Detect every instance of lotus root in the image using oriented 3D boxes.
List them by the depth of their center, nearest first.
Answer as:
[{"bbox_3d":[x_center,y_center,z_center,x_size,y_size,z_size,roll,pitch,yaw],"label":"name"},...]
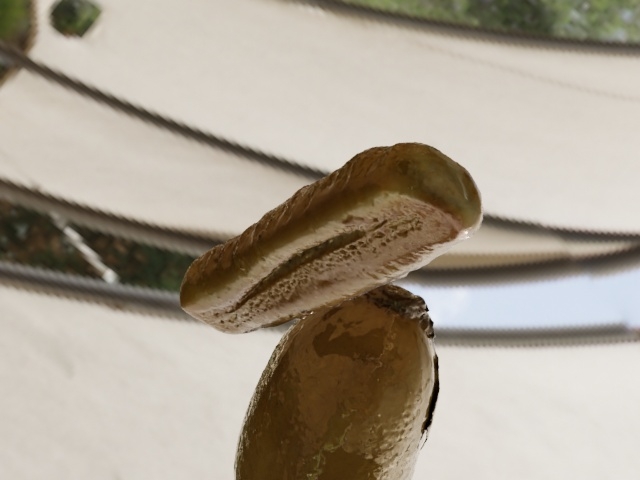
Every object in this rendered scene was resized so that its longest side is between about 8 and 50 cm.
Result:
[{"bbox_3d":[0.006,0.155,1.111,0.146,0.130,0.303,-112,-148,-50],"label":"lotus root"}]

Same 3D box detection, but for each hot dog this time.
[{"bbox_3d":[-0.002,0.002,0.910,0.286,0.087,0.061,-23,-137,49],"label":"hot dog"}]
